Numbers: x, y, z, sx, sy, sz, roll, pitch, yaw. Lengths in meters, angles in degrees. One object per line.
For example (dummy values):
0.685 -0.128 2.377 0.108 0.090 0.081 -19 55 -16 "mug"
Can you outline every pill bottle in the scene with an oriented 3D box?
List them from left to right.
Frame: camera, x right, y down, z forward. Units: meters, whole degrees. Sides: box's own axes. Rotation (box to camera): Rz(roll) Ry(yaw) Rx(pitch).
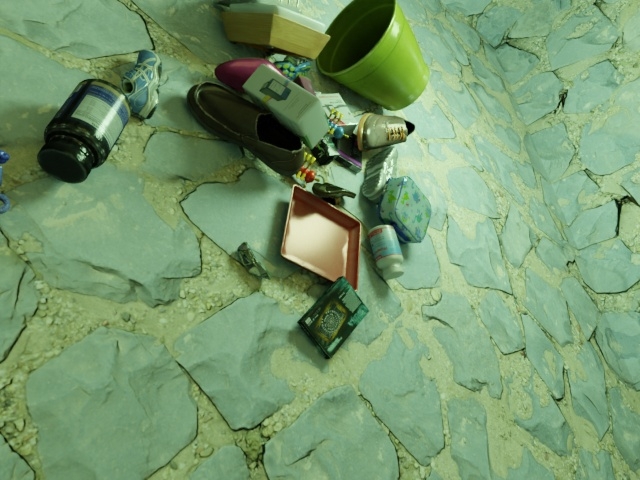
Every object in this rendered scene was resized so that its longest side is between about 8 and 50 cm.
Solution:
-0.492 -0.228 0.959 0.123 0.123 0.219 29 48 -25 "pill bottle"
0.208 0.037 1.435 0.087 0.087 0.160 8 58 -39 "pill bottle"

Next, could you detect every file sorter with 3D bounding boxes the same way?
-0.196 -0.828 1.460 0.193 0.172 0.278 2 20 -32 "file sorter"

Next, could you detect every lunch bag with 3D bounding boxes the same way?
0.280 -0.097 1.531 0.219 0.090 0.175 40 60 -41 "lunch bag"

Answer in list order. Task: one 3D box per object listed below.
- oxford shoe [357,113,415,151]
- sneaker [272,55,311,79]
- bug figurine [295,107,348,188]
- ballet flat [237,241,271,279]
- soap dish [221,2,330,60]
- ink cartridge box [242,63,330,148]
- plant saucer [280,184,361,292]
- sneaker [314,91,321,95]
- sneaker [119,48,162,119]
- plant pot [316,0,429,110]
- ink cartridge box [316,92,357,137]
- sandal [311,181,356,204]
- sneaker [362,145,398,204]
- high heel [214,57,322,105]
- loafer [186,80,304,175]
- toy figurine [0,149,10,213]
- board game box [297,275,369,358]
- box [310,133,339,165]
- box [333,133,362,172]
0.241 -0.402 1.671 0.364 0.133 0.129 -37 129 -53 "oxford shoe"
-0.112 -0.606 1.601 0.078 0.067 0.188 40 41 16 "sneaker"
-0.050 -0.307 1.408 0.216 0.072 0.278 34 67 -6 "bug figurine"
-0.167 0.058 1.130 0.114 0.041 0.041 54 42 0 "ballet flat"
-0.149 -0.664 1.463 0.229 0.118 0.291 -3 22 -44 "soap dish"
-0.091 -0.369 1.270 0.212 0.093 0.154 40 -4 20 "ink cartridge box"
0.000 0.000 1.304 0.259 0.048 0.258 29 48 -26 "plant saucer"
-0.041 -0.524 1.618 0.069 0.038 0.098 51 42 -4 "sneaker"
-0.450 -0.405 1.145 0.081 0.080 0.211 15 53 -38 "sneaker"
0.235 -0.697 1.786 0.353 0.367 0.366 30 46 -41 "plant pot"
0.042 -0.434 1.587 0.109 0.063 0.150 -15 66 -33 "ink cartridge box"
0.036 -0.137 1.403 0.090 0.060 0.219 25 16 20 "sandal"
0.225 -0.224 1.633 0.115 0.105 0.281 47 48 -29 "sneaker"
-0.142 -0.444 1.420 0.378 0.127 0.181 -5 74 -39 "high heel"
-0.187 -0.326 1.251 0.366 0.130 0.133 31 62 -11 "loafer"
-0.617 -0.099 0.726 0.217 0.191 0.362 37 46 -25 "toy figurine"
0.038 0.197 1.188 0.186 0.026 0.126 -43 102 -36 "board game box"
0.010 -0.296 1.495 0.052 0.062 0.083 -19 77 -45 "box"
0.096 -0.326 1.617 0.116 0.029 0.162 26 50 -28 "box"
